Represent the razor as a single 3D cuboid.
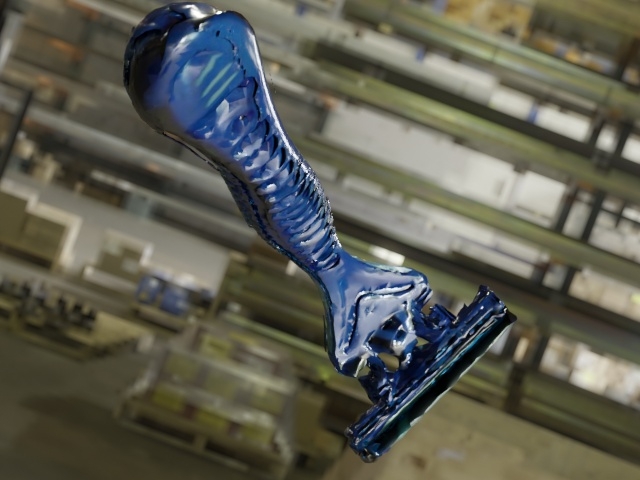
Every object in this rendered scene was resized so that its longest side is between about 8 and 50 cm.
[{"bbox_3d":[-0.008,-0.007,0.646,0.056,0.093,0.324,42,-5,29],"label":"razor"}]
